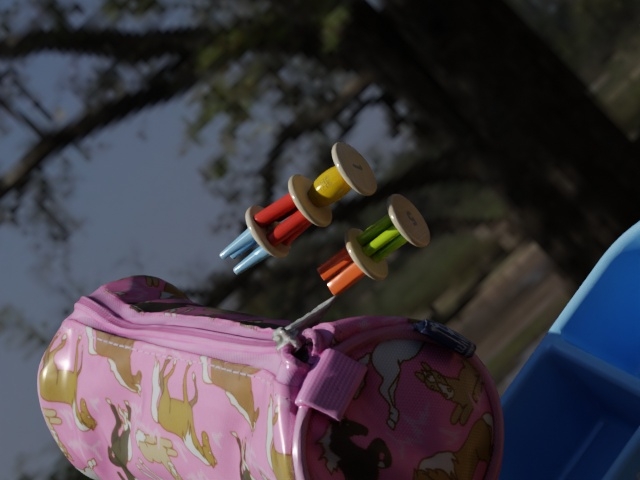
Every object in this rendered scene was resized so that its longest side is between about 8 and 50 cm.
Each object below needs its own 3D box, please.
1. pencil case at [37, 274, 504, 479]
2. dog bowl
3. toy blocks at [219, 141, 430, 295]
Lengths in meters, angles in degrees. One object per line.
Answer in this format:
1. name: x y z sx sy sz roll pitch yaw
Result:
1. pencil case: -0.047 0.112 1.294 0.160 0.167 0.386 0 2 -31
2. dog bowl: 0.203 0.101 1.285 0.297 0.074 0.166 -54 31 -5
3. toy blocks: 0.000 0.000 1.688 0.148 0.123 0.054 -36 25 24
